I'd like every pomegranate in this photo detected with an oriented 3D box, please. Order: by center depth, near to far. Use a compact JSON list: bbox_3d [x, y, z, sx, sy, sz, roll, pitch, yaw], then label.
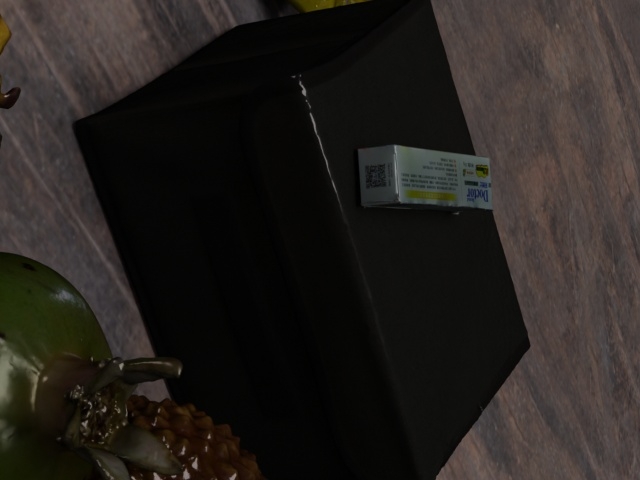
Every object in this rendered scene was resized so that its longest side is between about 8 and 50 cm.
[{"bbox_3d":[-0.182,0.096,0.863,0.181,0.224,0.182,-13,105,-57],"label":"pomegranate"}]

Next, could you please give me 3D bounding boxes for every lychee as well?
[{"bbox_3d":[-0.110,0.224,0.993,0.200,0.200,0.238,-6,93,-58],"label":"lychee"}]

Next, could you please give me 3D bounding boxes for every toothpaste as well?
[{"bbox_3d":[0.082,-0.044,1.093,0.164,0.034,0.046,1,85,-59],"label":"toothpaste"}]

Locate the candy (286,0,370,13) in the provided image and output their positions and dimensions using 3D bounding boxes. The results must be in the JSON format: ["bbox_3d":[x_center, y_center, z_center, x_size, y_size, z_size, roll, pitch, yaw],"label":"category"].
[{"bbox_3d":[-0.028,-0.314,1.307,0.297,0.081,0.187,49,46,-29],"label":"candy"}]

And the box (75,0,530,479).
[{"bbox_3d":[0.001,0.000,1.186,0.251,0.204,0.345,-44,122,-52],"label":"box"}]

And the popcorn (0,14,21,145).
[{"bbox_3d":[-0.249,-0.099,0.857,0.152,0.148,0.167,29,74,-26],"label":"popcorn"}]
